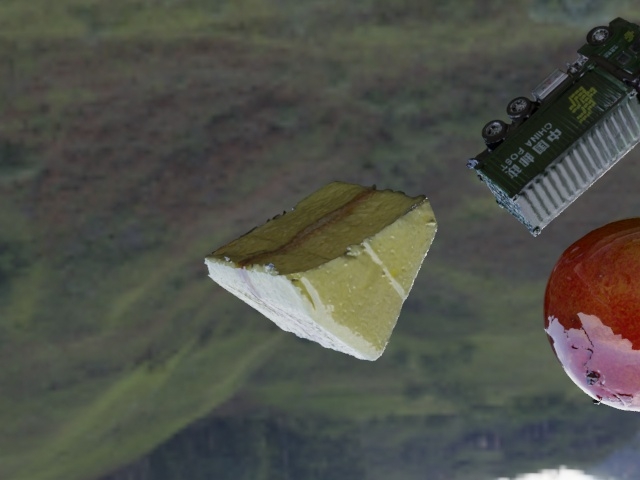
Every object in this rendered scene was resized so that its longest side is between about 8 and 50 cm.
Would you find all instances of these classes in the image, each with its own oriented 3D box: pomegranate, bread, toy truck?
[{"bbox_3d":[0.346,0.066,1.544,0.210,0.235,0.210,42,-176,-3],"label":"pomegranate"},{"bbox_3d":[0.000,0.000,2.038,0.198,0.236,0.263,38,166,-32],"label":"bread"},{"bbox_3d":[0.298,-0.141,1.732,0.259,0.088,0.121,-42,-136,-2],"label":"toy truck"}]
